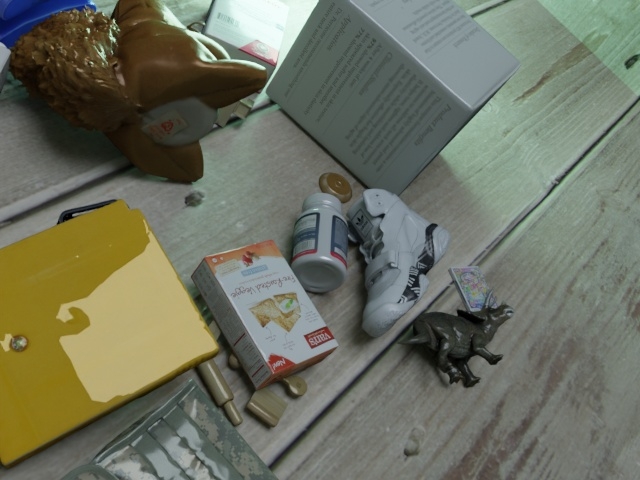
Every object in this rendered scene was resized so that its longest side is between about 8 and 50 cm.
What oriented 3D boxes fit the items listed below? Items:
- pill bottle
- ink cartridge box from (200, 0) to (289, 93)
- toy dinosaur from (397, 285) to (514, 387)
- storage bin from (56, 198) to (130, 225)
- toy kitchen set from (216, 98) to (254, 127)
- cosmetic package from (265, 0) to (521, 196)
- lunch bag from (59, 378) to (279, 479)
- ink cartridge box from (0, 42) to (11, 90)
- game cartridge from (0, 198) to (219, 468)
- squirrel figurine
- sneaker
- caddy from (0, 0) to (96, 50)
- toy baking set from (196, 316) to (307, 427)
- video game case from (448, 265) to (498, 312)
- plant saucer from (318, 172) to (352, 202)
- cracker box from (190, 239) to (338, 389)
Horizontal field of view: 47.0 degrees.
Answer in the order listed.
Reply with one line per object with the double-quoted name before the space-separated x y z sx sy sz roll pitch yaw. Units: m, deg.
"pill bottle" 0.000 0.000 1.423 0.108 0.108 0.180 21 47 -18
"ink cartridge box" -0.180 -0.474 1.689 0.172 0.100 0.237 22 48 -18
"toy dinosaur" 0.252 0.196 1.452 0.314 0.121 0.160 -1 45 -29
"storage bin" -0.341 0.035 1.187 0.122 0.084 0.180 -19 67 -41
"toy kitchen set" -0.195 -0.282 1.573 0.083 0.068 0.075 30 17 -10
"cosmetic package" 0.161 -0.369 1.667 0.394 0.329 0.327 43 44 3
"lunch bag" -0.213 0.364 0.953 0.235 0.169 0.287 49 52 4
"ink cartridge box" -0.644 -0.222 1.167 0.207 0.117 0.283 21 47 -18
"game cartridge" -0.353 0.117 1.055 0.324 0.052 0.285 -26 76 -24
"squirrel figurine" -0.355 -0.342 1.356 0.397 0.281 0.370 3 48 -35
"sneaker" 0.115 0.030 1.461 0.210 0.137 0.366 39 39 1
"caddy" -0.552 -0.481 1.353 0.179 0.241 0.341 47 43 -2
"toy baking set" -0.125 0.194 1.246 0.197 0.030 0.256 -21 70 -45
"video game case" 0.341 0.111 1.628 0.087 0.011 0.122 -1 57 -34
"plant saucer" 0.036 -0.119 1.609 0.083 0.015 0.083 18 48 -21
"cracker box" -0.095 0.120 1.257 0.156 0.067 0.232 -16 67 -44
